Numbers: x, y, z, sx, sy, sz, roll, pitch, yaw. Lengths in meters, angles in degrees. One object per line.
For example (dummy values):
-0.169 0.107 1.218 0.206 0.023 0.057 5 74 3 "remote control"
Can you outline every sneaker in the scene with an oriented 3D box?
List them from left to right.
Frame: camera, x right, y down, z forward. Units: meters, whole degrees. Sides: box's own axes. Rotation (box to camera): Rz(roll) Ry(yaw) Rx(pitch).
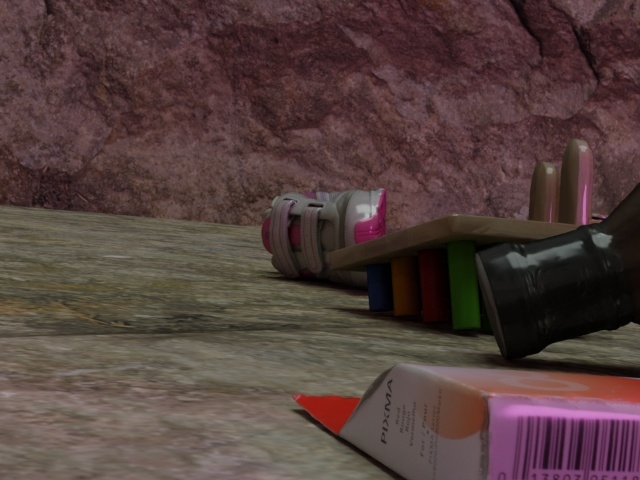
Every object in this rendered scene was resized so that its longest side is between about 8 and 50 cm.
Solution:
0.000 0.000 1.202 0.111 0.103 0.252 1 -3 -13 "sneaker"

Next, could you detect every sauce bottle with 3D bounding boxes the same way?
0.268 -0.004 0.722 0.344 0.111 0.111 -15 1 5 "sauce bottle"

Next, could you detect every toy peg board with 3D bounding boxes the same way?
0.117 0.038 0.927 0.161 0.079 0.160 4 -13 -33 "toy peg board"

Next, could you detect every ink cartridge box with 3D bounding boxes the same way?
0.085 0.062 0.446 0.145 0.045 0.179 5 5 -20 "ink cartridge box"

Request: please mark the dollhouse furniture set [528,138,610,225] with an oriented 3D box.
0.428 -0.071 1.172 0.362 0.257 0.394 5 -6 -3 "dollhouse furniture set"
